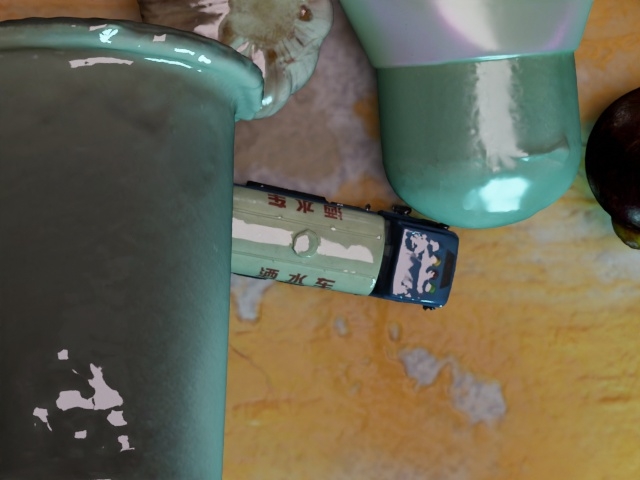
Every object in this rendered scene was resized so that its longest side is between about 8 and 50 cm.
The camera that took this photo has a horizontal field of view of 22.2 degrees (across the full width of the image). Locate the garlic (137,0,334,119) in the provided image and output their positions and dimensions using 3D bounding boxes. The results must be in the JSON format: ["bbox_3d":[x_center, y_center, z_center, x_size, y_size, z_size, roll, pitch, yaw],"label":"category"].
[{"bbox_3d":[-0.064,-0.169,1.149,0.147,0.102,0.159,-37,114,-21],"label":"garlic"}]

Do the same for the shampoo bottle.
[{"bbox_3d":[0.106,-0.182,1.160,0.222,0.151,0.349,-9,97,-25],"label":"shampoo bottle"}]

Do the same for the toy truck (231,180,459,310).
[{"bbox_3d":[0.000,0.000,1.185,0.202,0.088,0.074,11,91,-14],"label":"toy truck"}]

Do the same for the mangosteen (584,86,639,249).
[{"bbox_3d":[0.261,-0.050,1.234,0.140,0.140,0.140,-1,96,-13],"label":"mangosteen"}]

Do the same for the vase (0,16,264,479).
[{"bbox_3d":[-0.157,0.032,1.037,0.245,0.245,0.291,4,77,-13],"label":"vase"}]
